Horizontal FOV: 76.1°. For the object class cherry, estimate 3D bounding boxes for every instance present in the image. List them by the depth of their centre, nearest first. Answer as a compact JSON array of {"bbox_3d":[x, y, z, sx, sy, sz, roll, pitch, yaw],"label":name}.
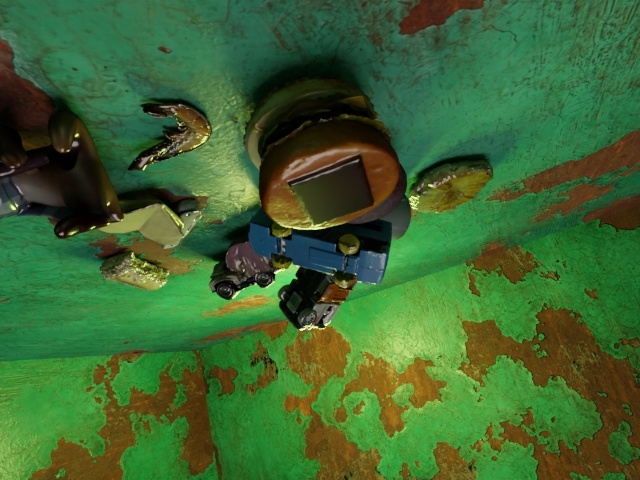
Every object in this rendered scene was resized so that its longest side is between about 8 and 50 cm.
[{"bbox_3d":[0.109,-0.137,1.028,0.213,0.184,0.266,-27,153,37],"label":"cherry"}]

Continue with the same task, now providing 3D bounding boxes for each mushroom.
[{"bbox_3d":[-0.218,0.029,1.350,0.188,0.117,0.141,-13,137,21],"label":"mushroom"}]

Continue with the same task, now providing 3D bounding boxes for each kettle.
[{"bbox_3d":[0.125,-0.088,1.295,0.243,0.160,0.210,3,-176,-26],"label":"kettle"}]

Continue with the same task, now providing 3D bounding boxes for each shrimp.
[{"bbox_3d":[-0.307,-0.197,0.766,0.195,0.035,0.148,-24,163,4],"label":"shrimp"}]

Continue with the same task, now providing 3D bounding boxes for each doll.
[{"bbox_3d":[-0.523,-0.080,0.676,0.339,0.209,0.318,-5,156,-21],"label":"doll"}]

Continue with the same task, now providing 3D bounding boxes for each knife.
[{"bbox_3d":[-0.394,-0.039,1.153,0.073,0.041,0.265,-3,158,-35],"label":"knife"}]

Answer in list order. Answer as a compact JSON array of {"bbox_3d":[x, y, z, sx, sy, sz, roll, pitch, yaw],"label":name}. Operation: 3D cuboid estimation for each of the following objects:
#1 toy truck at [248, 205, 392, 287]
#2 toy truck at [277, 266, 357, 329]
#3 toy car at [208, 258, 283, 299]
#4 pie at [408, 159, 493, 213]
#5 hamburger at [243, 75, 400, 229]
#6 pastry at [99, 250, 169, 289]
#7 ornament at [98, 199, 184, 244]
[{"bbox_3d":[0.000,0.000,1.131,0.384,0.162,0.161,13,135,10],"label":"toy truck"},{"bbox_3d":[0.029,0.129,1.439,0.206,0.173,0.388,17,110,-47],"label":"toy truck"},{"bbox_3d":[-0.256,0.099,1.493,0.301,0.118,0.193,-21,-159,13],"label":"toy car"},{"bbox_3d":[0.422,-0.176,1.336,0.306,0.071,0.306,-16,160,-6],"label":"pie"},{"bbox_3d":[-0.005,-0.168,0.780,0.290,0.225,0.291,-11,153,-5],"label":"hamburger"},{"bbox_3d":[-0.605,0.108,1.353,0.121,0.089,0.258,-5,160,9],"label":"pastry"},{"bbox_3d":[-0.422,-0.054,1.001,0.201,0.059,0.180,17,146,-39],"label":"ornament"}]
